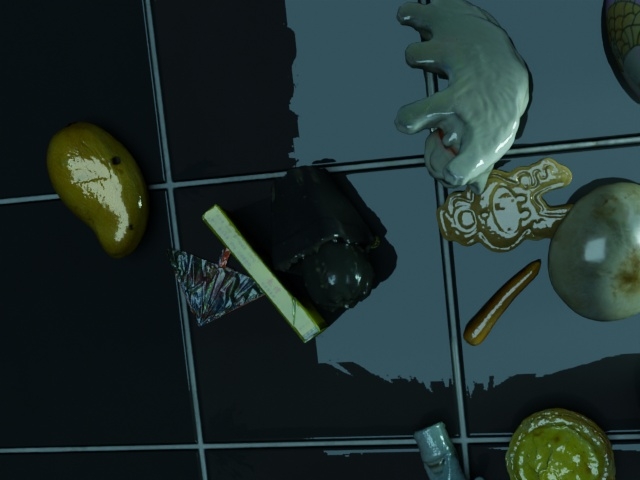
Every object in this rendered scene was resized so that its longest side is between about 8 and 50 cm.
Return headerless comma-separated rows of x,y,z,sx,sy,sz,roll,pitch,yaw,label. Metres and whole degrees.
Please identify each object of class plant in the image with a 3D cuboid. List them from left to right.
0.000,0.000,1.639,0.142,0.164,0.256,-33,68,27,plant

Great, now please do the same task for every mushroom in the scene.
0.454,0.017,1.519,0.178,0.226,0.226,24,106,50,mushroom

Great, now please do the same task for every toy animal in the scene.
0.222,-0.237,1.577,0.266,0.188,0.308,-44,65,-3,toy animal

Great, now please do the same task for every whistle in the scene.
0.252,0.485,1.664,0.142,0.134,0.346,-35,74,56,whistle

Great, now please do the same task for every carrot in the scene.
0.310,0.104,1.639,0.037,0.037,0.190,40,103,7,carrot

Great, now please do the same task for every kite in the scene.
-0.187,0.077,1.778,0.232,0.009,0.189,22,101,10,kite

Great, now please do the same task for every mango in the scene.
-0.400,-0.096,1.763,0.157,0.109,0.262,-28,94,6,mango

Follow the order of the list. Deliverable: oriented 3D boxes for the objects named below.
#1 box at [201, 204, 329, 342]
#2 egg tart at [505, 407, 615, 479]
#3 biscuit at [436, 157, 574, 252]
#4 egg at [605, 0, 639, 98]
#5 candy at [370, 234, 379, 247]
-0.094,0.058,1.672,0.041,0.153,0.279,-41,85,2,box
0.406,0.373,1.628,0.191,0.074,0.191,2,96,15,egg tart
0.314,-0.054,1.622,0.236,0.040,0.144,-14,88,13,biscuit
0.534,-0.319,1.453,0.196,0.196,0.271,-24,72,16,egg
0.069,-0.015,1.698,0.083,0.023,0.025,37,113,18,candy
